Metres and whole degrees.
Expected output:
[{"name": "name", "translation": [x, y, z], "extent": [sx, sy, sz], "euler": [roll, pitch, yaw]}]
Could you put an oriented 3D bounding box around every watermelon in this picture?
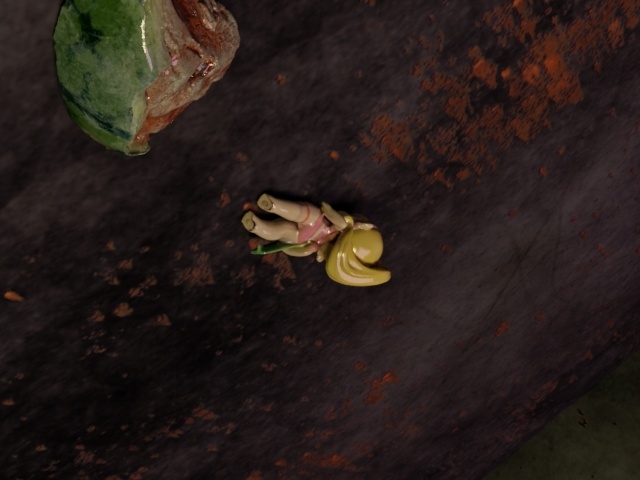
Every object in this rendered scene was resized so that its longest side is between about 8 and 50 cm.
[{"name": "watermelon", "translation": [-0.109, -0.134, 0.849], "extent": [0.139, 0.071, 0.187], "euler": [-26, 151, -31]}]

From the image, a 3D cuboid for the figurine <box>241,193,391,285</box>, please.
[{"name": "figurine", "translation": [0.000, 0.000, 1.189], "extent": [0.083, 0.083, 0.187], "euler": [-47, 142, 18]}]
